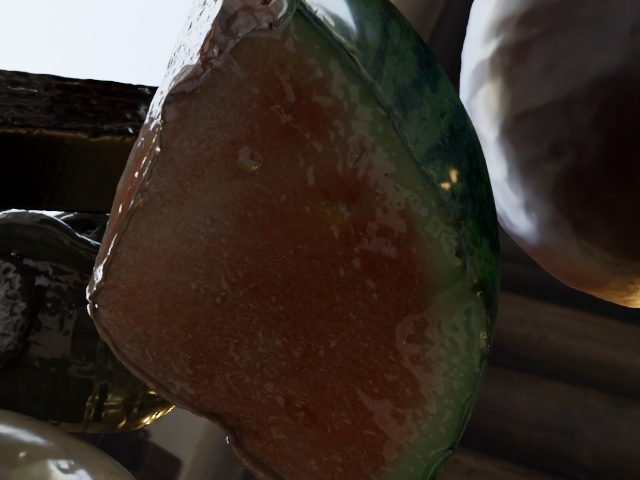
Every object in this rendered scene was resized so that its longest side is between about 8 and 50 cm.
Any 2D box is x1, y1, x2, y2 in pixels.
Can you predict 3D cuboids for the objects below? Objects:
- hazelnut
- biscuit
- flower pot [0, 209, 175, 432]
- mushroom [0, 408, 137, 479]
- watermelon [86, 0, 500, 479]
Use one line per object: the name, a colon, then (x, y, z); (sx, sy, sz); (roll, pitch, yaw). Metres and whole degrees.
hazelnut: (0.308, -0.154, 1.021); (0.402, 0.402, 0.429); (16, -99, 35)
biscuit: (-0.198, -0.082, 1.004); (0.107, 0.388, 0.073); (-58, -138, 40)
flower pot: (-0.271, 0.073, 1.185); (0.302, 0.302, 0.213); (10, -87, 33)
mushroom: (-0.295, 0.307, 0.944); (0.362, 0.362, 0.294); (-7, -133, 25)
watermelon: (0.019, -0.021, 0.674); (0.319, 0.292, 0.222); (-62, -165, -21)
